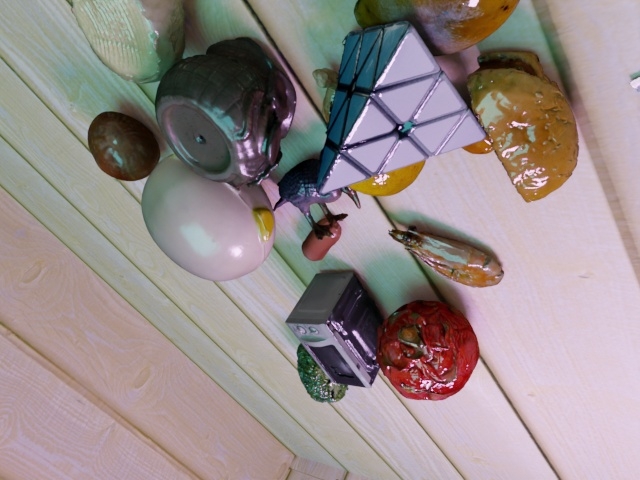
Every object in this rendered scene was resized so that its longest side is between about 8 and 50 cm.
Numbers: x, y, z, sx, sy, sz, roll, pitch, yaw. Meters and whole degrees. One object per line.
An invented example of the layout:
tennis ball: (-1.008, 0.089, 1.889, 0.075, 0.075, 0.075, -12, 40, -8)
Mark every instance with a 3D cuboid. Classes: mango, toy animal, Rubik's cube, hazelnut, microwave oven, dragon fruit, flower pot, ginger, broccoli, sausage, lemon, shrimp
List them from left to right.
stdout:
hazelnut: (-0.562, -0.266, 1.351, 0.214, 0.176, 0.214, 38, 172, 6)
flower pot: (-0.191, -0.265, 1.032, 0.301, 0.213, 0.302, 22, 145, 17)
toy animal: (-0.017, -0.111, 1.154, 0.298, 0.122, 0.185, 17, 139, 50)
sausage: (0.000, 0.000, 1.328, 0.077, 0.077, 0.194, 34, 146, -1)
broccoli: (0.019, 0.484, 1.804, 0.269, 0.261, 0.241, 40, 107, -15)
ginger: (0.050, -0.237, 1.001, 0.089, 0.075, 0.288, 15, 145, 32)
microwave oven: (0.075, 0.270, 1.451, 0.181, 0.237, 0.295, -6, 128, 43)
lemon: (0.115, -0.166, 0.921, 0.170, 0.207, 0.170, 3, 96, 31)
Rubik's cube: (0.108, -0.225, 0.770, 0.233, 0.228, 0.229, 1, 120, 37)
mango: (0.151, -0.350, 0.684, 0.192, 0.146, 0.316, 31, 172, -24)
dragon fruit: (0.287, 0.299, 1.291, 0.277, 0.278, 0.342, 16, 160, 23)
shrimp: (0.296, 0.040, 1.153, 0.294, 0.062, 0.154, 28, 151, 5)
mango: (0.275, -0.204, 0.868, 0.114, 0.060, 0.080, 39, 159, -11)

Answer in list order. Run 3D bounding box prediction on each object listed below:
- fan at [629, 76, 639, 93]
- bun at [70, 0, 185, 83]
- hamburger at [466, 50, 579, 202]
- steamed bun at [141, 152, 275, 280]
fan: (0.565, -0.228, 0.649, 0.240, 0.009, 0.131, -3, 132, 41)
bun: (-0.382, -0.464, 0.997, 0.259, 0.152, 0.259, 21, 140, 18)
hamburger: (0.343, -0.183, 0.782, 0.130, 0.124, 0.262, -9, 129, 43)
steamed bun: (-0.291, -0.067, 1.266, 0.374, 0.334, 0.334, 43, 145, -8)
